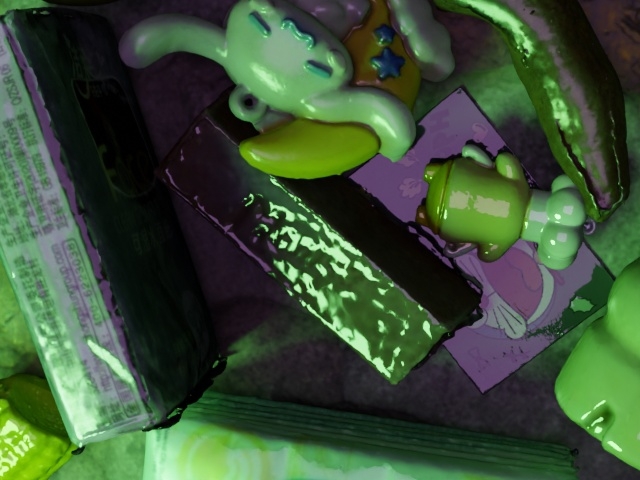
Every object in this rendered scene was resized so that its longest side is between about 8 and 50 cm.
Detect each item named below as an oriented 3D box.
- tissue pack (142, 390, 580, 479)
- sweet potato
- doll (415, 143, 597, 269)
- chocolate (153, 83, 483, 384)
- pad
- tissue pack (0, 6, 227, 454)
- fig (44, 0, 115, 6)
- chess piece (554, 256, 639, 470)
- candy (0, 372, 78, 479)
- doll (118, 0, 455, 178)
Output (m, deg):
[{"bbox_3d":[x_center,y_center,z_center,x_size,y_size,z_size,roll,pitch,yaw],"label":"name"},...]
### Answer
[{"bbox_3d":[0.025,0.303,1.228,0.388,0.162,0.287,8,103,7],"label":"tissue pack"},{"bbox_3d":[0.196,-0.151,1.177,0.112,0.085,0.286,-29,88,6],"label":"sweet potato"},{"bbox_3d":[0.170,-0.027,1.208,0.162,0.062,0.106,12,103,6],"label":"doll"},{"bbox_3d":[0.000,0.000,1.212,0.321,0.112,0.112,42,109,1],"label":"chocolate"},{"bbox_3d":[0.141,0.004,1.251,0.170,0.006,0.245,-38,92,12],"label":"pad"},{"bbox_3d":[-0.207,-0.019,1.170,0.122,0.259,0.361,-18,94,8],"label":"tissue pack"},{"bbox_3d":[-0.212,-0.316,1.124,0.239,0.271,0.239,0,108,-1],"label":"fig"},{"bbox_3d":[0.366,-0.016,1.106,0.234,0.234,0.442,28,104,4],"label":"chess piece"},{"bbox_3d":[-0.327,0.223,1.305,0.106,0.094,0.199,43,107,-5],"label":"candy"},{"bbox_3d":[-0.012,-0.166,1.168,0.252,0.111,0.237,41,74,-6],"label":"doll"}]
